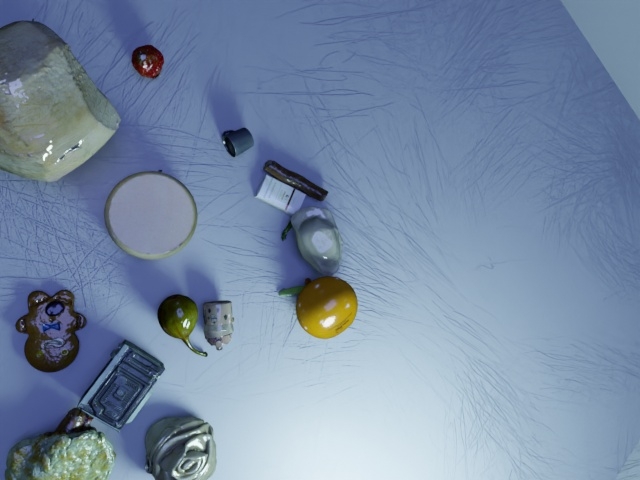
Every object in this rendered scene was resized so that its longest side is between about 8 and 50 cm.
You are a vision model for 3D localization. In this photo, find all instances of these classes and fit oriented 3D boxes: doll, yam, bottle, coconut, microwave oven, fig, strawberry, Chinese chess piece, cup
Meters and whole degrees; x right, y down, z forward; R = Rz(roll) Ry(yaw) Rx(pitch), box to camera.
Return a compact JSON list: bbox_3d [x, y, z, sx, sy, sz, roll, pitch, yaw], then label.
[{"bbox_3d":[0.002,0.198,1.651,0.213,0.213,0.236,-31,56,-20],"label":"doll"},{"bbox_3d":[-0.082,-0.204,1.702,0.241,0.057,0.057,27,78,-16],"label":"yam"},{"bbox_3d":[-0.319,0.267,1.564,0.099,0.099,0.152,-4,89,-21],"label":"bottle"},{"bbox_3d":[-0.763,-0.330,1.276,0.405,0.404,0.404,1,86,-21],"label":"coconut"},{"bbox_3d":[-0.571,0.416,1.443,0.162,0.122,0.208,38,75,-14],"label":"microwave oven"},{"bbox_3d":[-0.415,0.275,1.531,0.124,0.124,0.236,-27,115,-20],"label":"fig"},{"bbox_3d":[-0.531,-0.554,1.530,0.106,0.106,0.106,1,86,-21],"label":"strawberry"},{"bbox_3d":[-0.508,-0.076,1.507,0.273,0.102,0.273,1,88,-20],"label":"Chinese chess piece"},{"bbox_3d":[-0.274,-0.331,1.632,0.077,0.078,0.100,-34,68,-24],"label":"cup"}]

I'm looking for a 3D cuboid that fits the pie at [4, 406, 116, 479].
[{"bbox_3d":[-0.716,0.632,1.388,0.274,0.105,0.257,-32,107,-19],"label":"pie"}]

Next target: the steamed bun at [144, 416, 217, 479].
[{"bbox_3d":[-0.411,0.641,1.479,0.211,0.144,0.218,-4,88,-21],"label":"steamed bun"}]

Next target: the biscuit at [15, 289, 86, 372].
[{"bbox_3d":[-0.767,0.258,1.425,0.180,0.039,0.236,-3,90,-22],"label":"biscuit"}]

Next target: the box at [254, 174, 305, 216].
[{"bbox_3d":[-0.135,-0.151,1.687,0.154,0.040,0.084,26,76,-18],"label":"box"}]

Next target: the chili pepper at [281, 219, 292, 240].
[{"bbox_3d":[-0.112,-0.036,1.696,0.022,0.027,0.083,31,78,-13],"label":"chili pepper"}]

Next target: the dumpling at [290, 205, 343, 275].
[{"bbox_3d":[0.000,0.000,1.680,0.162,0.132,0.250,-28,94,-17],"label":"dumpling"}]
